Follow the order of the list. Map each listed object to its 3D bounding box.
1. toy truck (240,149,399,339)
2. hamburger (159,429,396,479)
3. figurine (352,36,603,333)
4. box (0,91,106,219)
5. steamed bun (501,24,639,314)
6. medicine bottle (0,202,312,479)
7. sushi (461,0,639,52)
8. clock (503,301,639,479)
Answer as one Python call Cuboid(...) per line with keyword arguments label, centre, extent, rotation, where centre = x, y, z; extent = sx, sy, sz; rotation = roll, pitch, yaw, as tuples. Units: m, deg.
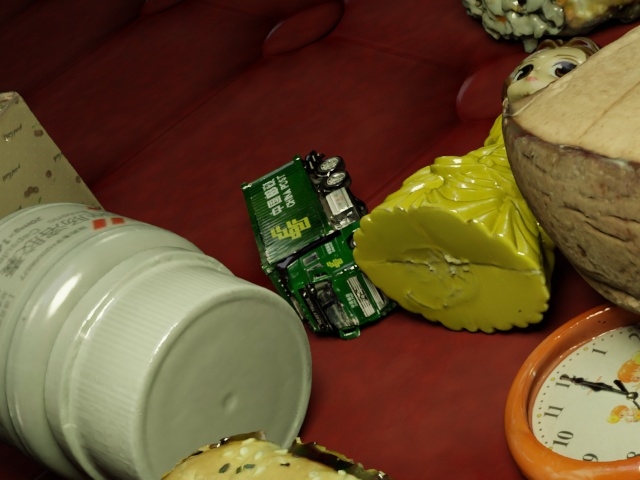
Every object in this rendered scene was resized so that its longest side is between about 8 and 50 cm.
Cuboid(label="toy truck", centre=(0.000, 0.000, 1.206), extent=(0.121, 0.088, 0.259), rotation=(-27, 30, 3))
Cuboid(label="hamburger", centre=(-0.035, 0.290, 0.726), extent=(0.318, 0.195, 0.277), rotation=(8, 46, 48))
Cuboid(label="figurine", centre=(0.184, -0.081, 1.082), extent=(0.315, 0.168, 0.187), rotation=(-55, 12, -32))
Cuboid(label="box", centre=(-0.370, 0.013, 1.299), extent=(0.225, 0.297, 0.190), rotation=(-4, 43, 36))
Cuboid(label="steamed bun", centre=(0.293, -0.045, 0.859), extent=(0.252, 0.199, 0.301), rotation=(-32, 24, -6))
Cuboid(label="medicine bottle", centre=(-0.182, 0.105, 1.058), extent=(0.306, 0.245, 0.245), rotation=(16, 54, 42))
Cuboid(label="sushi", centre=(0.338, -0.403, 1.402), extent=(0.418, 0.176, 0.417), rotation=(-21, 33, 15))
Cuboid(label="clock", centre=(0.237, 0.119, 0.871), extent=(0.205, 0.051, 0.205), rotation=(-23, 29, 14))
